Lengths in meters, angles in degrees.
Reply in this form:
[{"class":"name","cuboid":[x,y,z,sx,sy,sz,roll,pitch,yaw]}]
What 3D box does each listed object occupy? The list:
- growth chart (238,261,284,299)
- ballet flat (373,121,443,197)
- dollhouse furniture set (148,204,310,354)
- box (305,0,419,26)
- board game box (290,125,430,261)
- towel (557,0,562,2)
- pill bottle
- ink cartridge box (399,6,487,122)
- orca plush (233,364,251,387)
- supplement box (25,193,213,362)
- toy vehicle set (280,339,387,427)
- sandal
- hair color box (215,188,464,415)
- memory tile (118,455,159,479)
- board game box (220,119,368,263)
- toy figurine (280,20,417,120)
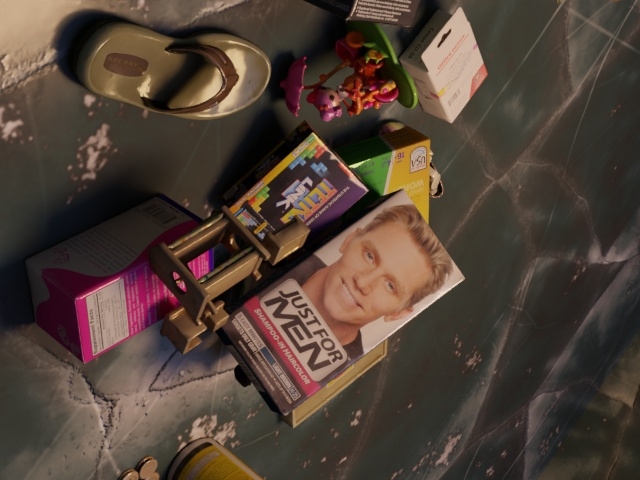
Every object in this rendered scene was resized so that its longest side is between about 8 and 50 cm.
[{"class":"growth chart","cuboid":[-0.063,0.102,1.714,0.237,0.021,0.172,-3,119,-52]},{"class":"ballet flat","cuboid":[0.167,-0.136,1.774,0.077,0.079,0.221,-54,147,-5]},{"class":"dollhouse furniture set","cuboid":[-0.131,0.034,1.332,0.182,0.101,0.161,-33,163,-34]},{"class":"box","cuboid":[0.060,-0.432,1.315,0.143,0.165,0.270,-7,121,-51]},{"class":"board game box","cuboid":[0.066,-0.006,1.679,0.242,0.064,0.317,-20,126,-26]},{"class":"towel","cuboid":[0.474,-0.502,1.950,0.083,0.009,0.060,-55,148,-6]},{"class":"pill bottle","cuboid":[-0.147,0.431,1.693,0.119,0.208,0.119,-32,138,-34]},{"class":"ink cartridge box","cuboid":[0.203,-0.301,1.701,0.115,0.067,0.198,-53,148,-10]},{"class":"orca plush","cuboid":[-0.001,0.154,1.609,0.287,0.102,0.151,-24,127,-19]},{"class":"supplement box","cuboid":[-0.256,0.045,1.329,0.220,0.111,0.114,-29,136,-37]},{"class":"toy vehicle set","cuboid":[0.028,0.218,1.913,0.267,0.035,0.166,-33,139,-34]},{"class":"sandal","cuboid":[-0.170,-0.200,1.269,0.302,0.086,0.120,-6,121,-51]},{"class":"hair color box","cuboid":[0.025,0.089,1.535,0.347,0.174,0.105,-36,-176,-14]},{"class":"memory tile","cuboid":[-0.307,0.426,1.659,0.113,0.012,0.148,-32,138,-36]},{"class":"board game box","cuboid":[-0.037,-0.069,1.500,0.170,0.048,0.141,-42,123,8]},{"class":"toy figurine","cuboid":[0.027,-0.223,1.468,0.159,0.173,0.130,-31,157,-17]}]
